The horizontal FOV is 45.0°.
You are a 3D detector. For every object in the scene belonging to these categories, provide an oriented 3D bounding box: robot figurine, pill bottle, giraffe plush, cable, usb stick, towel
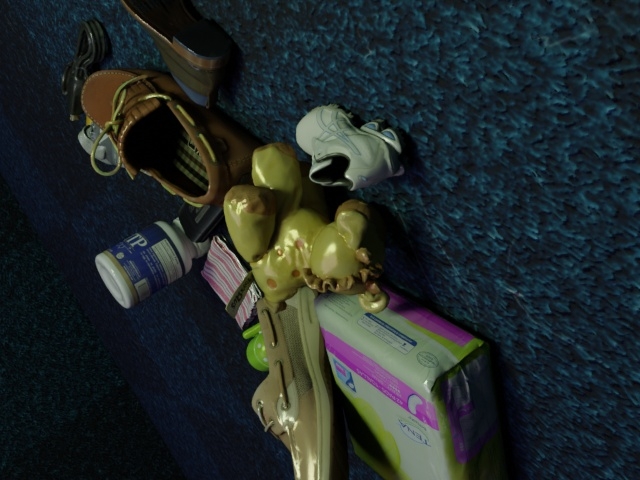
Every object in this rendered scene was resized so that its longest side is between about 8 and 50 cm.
[{"bbox_3d":[-0.089,0.192,1.351,0.101,0.067,0.115,62,155,5],"label":"robot figurine"},{"bbox_3d":[-0.297,0.030,1.395,0.112,0.187,0.112,41,150,30],"label":"pill bottle"},{"bbox_3d":[0.000,0.000,0.882,0.170,0.210,0.181,3,158,32],"label":"giraffe plush"},{"bbox_3d":[-0.420,-0.312,1.411,0.139,0.072,0.287,66,146,23],"label":"cable"},{"bbox_3d":[-0.181,-0.061,1.253,0.077,0.045,0.278,64,155,5],"label":"usb stick"},{"bbox_3d":[-0.165,0.081,1.404,0.144,0.029,0.197,54,155,9],"label":"towel"}]

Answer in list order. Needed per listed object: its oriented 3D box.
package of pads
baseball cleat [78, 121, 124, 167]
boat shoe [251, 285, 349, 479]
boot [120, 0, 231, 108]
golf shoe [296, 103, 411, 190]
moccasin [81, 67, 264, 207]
[{"bbox_3d":[0.119,0.207,0.962,0.229,0.101,0.296,30,144,46],"label":"package of pads"},{"bbox_3d":[-0.394,-0.209,1.393,0.109,0.072,0.206,5,136,8],"label":"baseball cleat"},{"bbox_3d":[-0.030,0.222,1.038,0.121,0.110,0.341,72,-170,-52],"label":"boat shoe"},{"bbox_3d":[-0.204,-0.267,1.015,0.219,0.082,0.106,45,150,20],"label":"boot"},{"bbox_3d":[0.011,-0.097,0.825,0.176,0.086,0.069,22,139,53],"label":"golf shoe"},{"bbox_3d":[-0.235,-0.146,1.094,0.380,0.147,0.139,40,120,32],"label":"moccasin"}]
